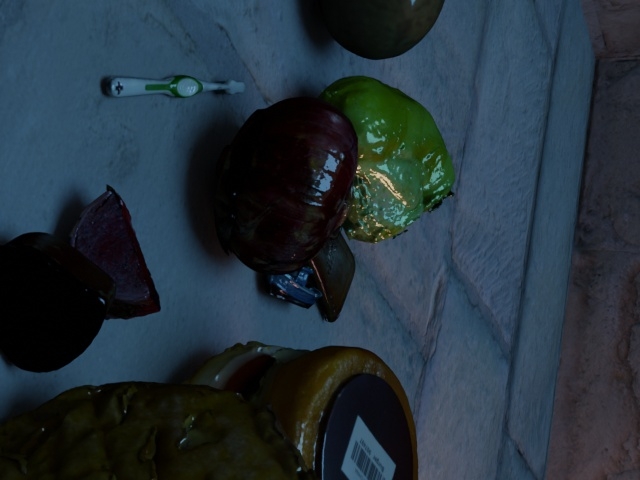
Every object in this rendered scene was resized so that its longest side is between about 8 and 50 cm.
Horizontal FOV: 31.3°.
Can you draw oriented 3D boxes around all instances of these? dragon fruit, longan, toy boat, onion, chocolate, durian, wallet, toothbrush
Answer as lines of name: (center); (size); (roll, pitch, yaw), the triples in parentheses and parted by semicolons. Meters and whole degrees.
dragon fruit: (-0.237, 0.027, 1.235); (0.102, 0.096, 0.147); (66, 1, -60)
longan: (0.090, -0.418, 1.807); (0.246, 0.215, 0.246); (41, 32, -33)
toy boat: (-0.041, 0.061, 1.689); (0.137, 0.060, 0.061); (25, 86, -57)
onion: (-0.049, -0.074, 1.513); (0.246, 0.190, 0.246); (23, 90, -86)
chocolate: (-0.265, 0.047, 1.136); (0.080, 0.125, 0.148); (-80, 155, -62)
durian: (0.093, -0.132, 1.809); (0.256, 0.204, 0.339); (-79, 153, -50)
wallet: (0.000, 0.000, 1.815); (0.255, 0.031, 0.137); (67, 31, -43)
toothbrush: (-0.175, -0.193, 1.425); (0.304, 0.030, 0.030); (-16, 105, -65)

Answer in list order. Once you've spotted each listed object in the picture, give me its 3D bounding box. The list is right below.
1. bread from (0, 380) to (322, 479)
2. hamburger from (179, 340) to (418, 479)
bread: (-0.171, 0.305, 1.060); (0.398, 0.398, 0.215); (-59, 154, -49)
hamburger: (-0.039, 0.286, 1.442); (0.330, 0.250, 0.330); (16, 72, -58)
